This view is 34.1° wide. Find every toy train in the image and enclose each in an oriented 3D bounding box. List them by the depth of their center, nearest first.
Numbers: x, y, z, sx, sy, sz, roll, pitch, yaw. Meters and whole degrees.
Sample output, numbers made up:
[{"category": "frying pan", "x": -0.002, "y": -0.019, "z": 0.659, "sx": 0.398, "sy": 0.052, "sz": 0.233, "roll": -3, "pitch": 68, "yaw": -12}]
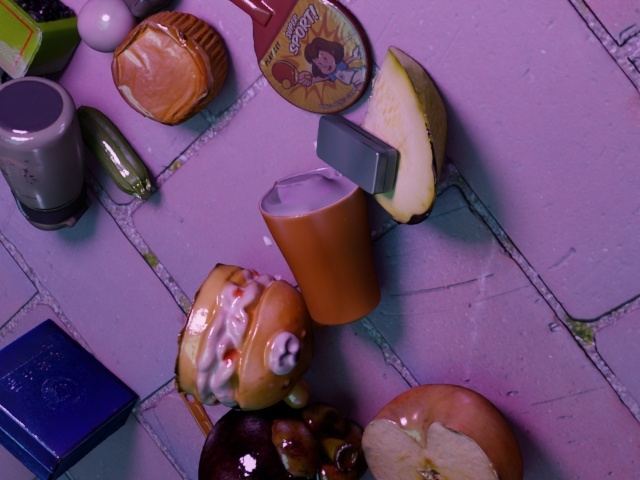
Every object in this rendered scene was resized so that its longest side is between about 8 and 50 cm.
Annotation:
[{"category": "toy train", "x": -0.621, "y": -0.400, "z": 1.988, "sx": 0.307, "sy": 0.173, "sz": 0.249, "roll": 42, "pitch": 120, "yaw": 8}]

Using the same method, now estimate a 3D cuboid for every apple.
[{"category": "apple", "x": 0.237, "y": 0.365, "z": 1.830, "sx": 0.293, "sy": 0.163, "sz": 0.251, "roll": -3, "pitch": 119, "yaw": 46}]

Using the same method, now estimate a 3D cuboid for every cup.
[{"category": "cup", "x": 0.000, "y": 0.000, "z": 1.813, "sx": 0.226, "sy": 0.182, "sz": 0.264, "roll": 32, "pitch": 144, "yaw": 58}]

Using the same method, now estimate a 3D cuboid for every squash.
[{"category": "squash", "x": 0.128, "y": -0.150, "z": 1.667, "sx": 0.204, "sy": 0.155, "sz": 0.237, "roll": 27, "pitch": 126, "yaw": 16}, {"category": "squash", "x": -0.399, "y": -0.169, "z": 2.015, "sx": 0.068, "sy": 0.077, "sz": 0.219, "roll": -38, "pitch": 85, "yaw": -6}]

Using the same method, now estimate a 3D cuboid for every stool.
[{"category": "stool", "x": -0.312, "y": -0.452, "z": 1.824, "sx": 0.096, "sy": 0.096, "sz": 0.110, "roll": -40, "pitch": 85, "yaw": 37}]

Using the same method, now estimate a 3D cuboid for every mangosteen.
[{"category": "mangosteen", "x": -0.061, "y": 0.430, "z": 1.954, "sx": 0.347, "sy": 0.307, "sz": 0.307, "roll": -32, "pitch": 94, "yaw": 24}]

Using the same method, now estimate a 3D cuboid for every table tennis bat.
[{"category": "table tennis bat", "x": -0.046, "y": -0.342, "z": 1.756, "sx": 0.310, "sy": 0.038, "sz": 0.200, "roll": 39, "pitch": 125, "yaw": 5}]

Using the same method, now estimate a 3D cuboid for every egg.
[{"category": "egg", "x": -0.383, "y": -0.391, "z": 1.881, "sx": 0.135, "sy": 0.103, "sz": 0.103, "roll": -1, "pitch": 114, "yaw": 59}]

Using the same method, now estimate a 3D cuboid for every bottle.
[{"category": "bottle", "x": -0.531, "y": -0.148, "z": 1.995, "sx": 0.168, "sy": 0.168, "sz": 0.347, "roll": 32, "pitch": 151, "yaw": 14}]

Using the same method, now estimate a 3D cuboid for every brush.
[{"category": "brush", "x": -0.229, "y": 0.423, "z": 2.224, "sx": 0.090, "sy": 0.017, "sz": 0.314, "roll": -25, "pitch": 97, "yaw": 33}]

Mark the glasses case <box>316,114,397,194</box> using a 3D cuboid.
[{"category": "glasses case", "x": 0.057, "y": -0.144, "z": 1.724, "sx": 0.184, "sy": 0.039, "sz": 0.078, "roll": 39, "pitch": 130, "yaw": 49}]

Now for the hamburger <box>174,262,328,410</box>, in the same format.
[{"category": "hamburger", "x": -0.117, "y": 0.188, "z": 1.898, "sx": 0.236, "sy": 0.276, "sz": 0.276, "roll": 16, "pitch": 119, "yaw": 10}]

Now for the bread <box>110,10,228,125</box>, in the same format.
[{"category": "bread", "x": -0.262, "y": -0.308, "z": 1.846, "sx": 0.199, "sy": 0.104, "sz": 0.199, "roll": 10, "pitch": 125, "yaw": 15}]

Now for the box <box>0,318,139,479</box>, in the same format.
[{"category": "box", "x": -0.583, "y": 0.337, "z": 2.239, "sx": 0.279, "sy": 0.261, "sz": 0.116, "roll": 38, "pitch": 128, "yaw": 10}]
